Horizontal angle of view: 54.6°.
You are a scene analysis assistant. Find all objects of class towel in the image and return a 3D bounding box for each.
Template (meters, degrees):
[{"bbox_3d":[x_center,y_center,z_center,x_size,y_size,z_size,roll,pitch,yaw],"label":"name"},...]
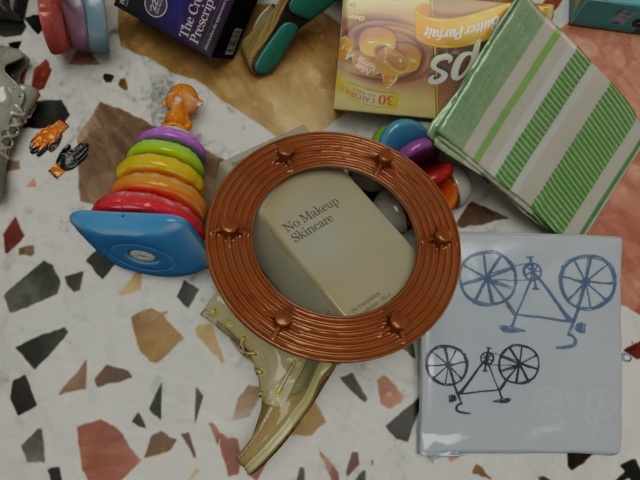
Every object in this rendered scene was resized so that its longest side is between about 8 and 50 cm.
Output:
[{"bbox_3d":[0.340,-0.165,0.936,0.325,0.038,0.248,34,89,-21],"label":"towel"}]

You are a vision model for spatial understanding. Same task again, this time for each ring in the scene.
[{"bbox_3d":[0.021,-0.008,0.801,0.337,0.032,0.336,4,63,-7],"label":"ring"}]

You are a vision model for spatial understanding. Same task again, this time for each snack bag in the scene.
[{"bbox_3d":[0.304,0.156,0.932,0.323,0.037,0.342,1,86,-4],"label":"snack bag"}]

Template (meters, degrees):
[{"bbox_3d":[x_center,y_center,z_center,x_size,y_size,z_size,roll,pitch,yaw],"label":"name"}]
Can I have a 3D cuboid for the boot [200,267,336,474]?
[{"bbox_3d":[-0.093,0.170,0.883,0.203,0.095,0.262,33,71,3],"label":"boot"}]

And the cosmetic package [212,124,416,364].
[{"bbox_3d":[0.000,0.000,0.884,0.160,0.113,0.309,-32,73,-30],"label":"cosmetic package"}]

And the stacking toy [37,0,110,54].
[{"bbox_3d":[-0.364,-0.457,0.936,0.130,0.279,0.309,-7,76,-16],"label":"stacking toy"}]

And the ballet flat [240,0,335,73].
[{"bbox_3d":[-0.050,-0.368,0.980,0.232,0.080,0.073,-42,65,25],"label":"ballet flat"}]

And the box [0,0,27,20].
[{"bbox_3d":[-0.523,-0.518,0.915,0.076,0.307,0.242,4,76,1],"label":"box"}]

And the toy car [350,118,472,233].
[{"bbox_3d":[0.143,-0.107,0.945,0.159,0.136,0.182,-25,79,-8],"label":"toy car"}]

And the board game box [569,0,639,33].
[{"bbox_3d":[0.620,-0.489,1.093,0.336,0.079,0.253,7,77,-1],"label":"board game box"}]

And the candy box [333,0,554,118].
[{"bbox_3d":[0.183,-0.282,0.971,0.316,0.087,0.183,5,102,0],"label":"candy box"}]

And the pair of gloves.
[{"bbox_3d":[-0.417,-0.147,0.986,0.083,0.010,0.074,44,78,6],"label":"pair of gloves"}]

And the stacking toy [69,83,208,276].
[{"bbox_3d":[-0.234,-0.110,0.931,0.175,0.166,0.302,2,65,9],"label":"stacking toy"}]

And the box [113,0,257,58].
[{"bbox_3d":[-0.180,-0.444,0.962,0.184,0.103,0.261,30,111,6],"label":"box"}]

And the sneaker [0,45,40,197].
[{"bbox_3d":[-0.493,-0.190,0.951,0.121,0.099,0.262,-9,78,-10],"label":"sneaker"}]
